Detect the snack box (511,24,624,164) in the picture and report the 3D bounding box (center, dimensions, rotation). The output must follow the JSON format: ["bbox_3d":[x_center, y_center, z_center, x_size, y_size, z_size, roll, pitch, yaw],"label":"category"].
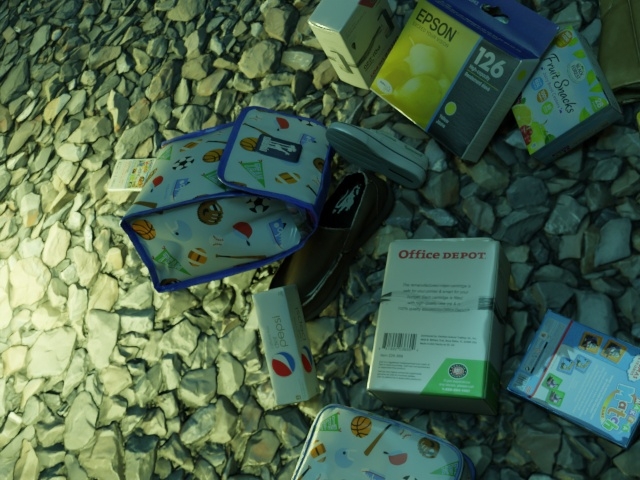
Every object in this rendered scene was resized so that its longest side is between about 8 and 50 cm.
[{"bbox_3d":[0.457,-0.279,1.566,0.174,0.070,0.207,-34,53,33],"label":"snack box"}]

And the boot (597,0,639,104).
[{"bbox_3d":[0.646,-0.404,1.565,0.236,0.089,0.269,-14,58,34],"label":"boot"}]

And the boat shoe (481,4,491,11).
[{"bbox_3d":[0.345,-0.542,1.771,0.096,0.098,0.277,37,83,36],"label":"boat shoe"}]

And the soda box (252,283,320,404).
[{"bbox_3d":[-0.064,0.197,1.547,0.069,0.074,0.216,-14,88,19],"label":"soda box"}]

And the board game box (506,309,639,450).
[{"bbox_3d":[0.443,0.229,1.358,0.211,0.039,0.160,24,77,34],"label":"board game box"}]

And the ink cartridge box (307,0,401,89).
[{"bbox_3d":[0.081,-0.459,1.782,0.092,0.218,0.158,28,79,28],"label":"ink cartridge box"}]

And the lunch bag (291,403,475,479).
[{"bbox_3d":[0.092,0.424,1.385,0.303,0.115,0.243,13,73,30],"label":"lunch bag"}]

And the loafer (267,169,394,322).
[{"bbox_3d":[0.000,0.000,1.636,0.134,0.130,0.366,27,79,34],"label":"loafer"}]

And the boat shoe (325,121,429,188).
[{"bbox_3d":[0.118,-0.186,1.667,0.083,0.226,0.076,-45,17,56],"label":"boat shoe"}]

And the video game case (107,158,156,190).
[{"bbox_3d":[-0.465,-0.162,2.020,0.122,0.011,0.087,1,65,27],"label":"video game case"}]

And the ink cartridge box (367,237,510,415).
[{"bbox_3d":[0.218,0.150,1.457,0.211,0.121,0.289,0,65,26],"label":"ink cartridge box"}]

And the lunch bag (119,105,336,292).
[{"bbox_3d":[-0.166,-0.102,1.656,0.385,0.239,0.328,-12,35,17],"label":"lunch bag"}]

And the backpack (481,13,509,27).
[{"bbox_3d":[0.393,-0.418,1.683,0.114,0.105,0.084,3,89,29],"label":"backpack"}]

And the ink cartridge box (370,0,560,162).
[{"bbox_3d":[0.280,-0.365,1.656,0.303,0.072,0.307,45,118,37],"label":"ink cartridge box"}]

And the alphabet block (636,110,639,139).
[{"bbox_3d":[0.650,-0.121,1.343,0.193,0.197,0.192,-20,58,16],"label":"alphabet block"}]
